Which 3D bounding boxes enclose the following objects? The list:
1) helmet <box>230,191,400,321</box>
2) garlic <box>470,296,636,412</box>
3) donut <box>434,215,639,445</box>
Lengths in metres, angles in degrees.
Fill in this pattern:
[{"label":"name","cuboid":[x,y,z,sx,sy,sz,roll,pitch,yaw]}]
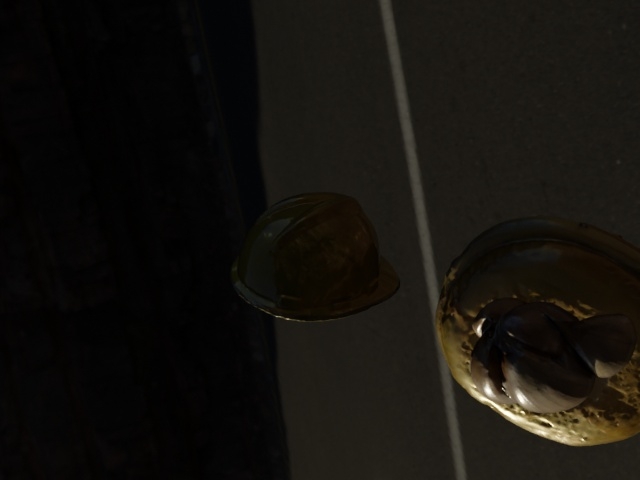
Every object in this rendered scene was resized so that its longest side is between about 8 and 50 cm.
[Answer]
[{"label":"helmet","cuboid":[0.000,0.000,1.139,0.205,0.257,0.140,50,142,45]},{"label":"garlic","cuboid":[0.319,0.165,1.123,0.214,0.191,0.160,10,94,41]},{"label":"donut","cuboid":[0.417,0.157,1.388,0.449,0.198,0.448,12,119,21]}]
